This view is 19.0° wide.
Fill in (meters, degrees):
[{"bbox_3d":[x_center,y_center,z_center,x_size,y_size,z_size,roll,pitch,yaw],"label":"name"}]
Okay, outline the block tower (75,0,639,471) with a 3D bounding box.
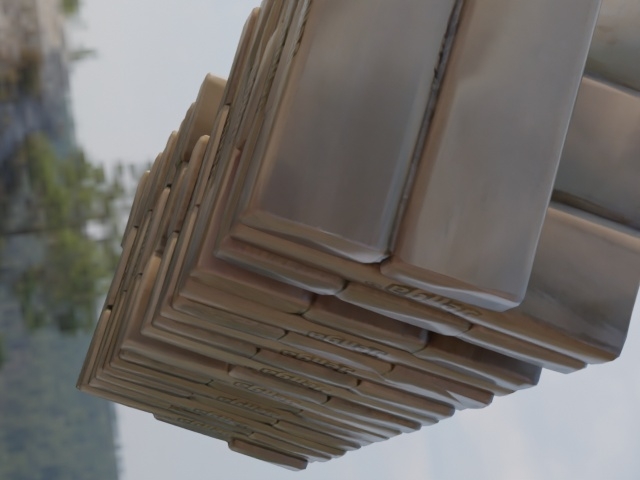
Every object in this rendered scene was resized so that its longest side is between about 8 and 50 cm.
[{"bbox_3d":[0.000,0.000,0.550,0.335,0.091,0.097,142,-34,-74],"label":"block tower"}]
